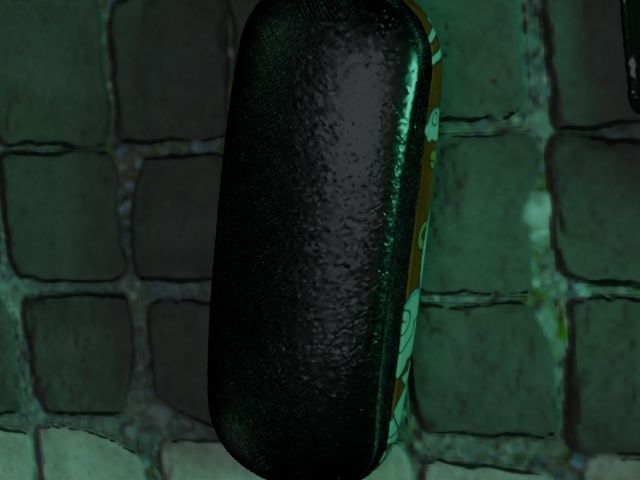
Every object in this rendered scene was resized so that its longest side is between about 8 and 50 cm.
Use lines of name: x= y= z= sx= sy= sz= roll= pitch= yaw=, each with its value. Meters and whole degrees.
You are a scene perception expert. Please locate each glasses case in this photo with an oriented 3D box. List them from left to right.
glasses case: x=0.000 y=0.000 z=0.849 sx=0.103 sy=0.067 sz=0.266 roll=15 pitch=109 yaw=25

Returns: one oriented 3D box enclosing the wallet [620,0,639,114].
wallet: x=0.246 y=-0.118 z=0.718 sx=0.244 sy=0.025 sz=0.124 roll=-2 pitch=104 yaw=26
